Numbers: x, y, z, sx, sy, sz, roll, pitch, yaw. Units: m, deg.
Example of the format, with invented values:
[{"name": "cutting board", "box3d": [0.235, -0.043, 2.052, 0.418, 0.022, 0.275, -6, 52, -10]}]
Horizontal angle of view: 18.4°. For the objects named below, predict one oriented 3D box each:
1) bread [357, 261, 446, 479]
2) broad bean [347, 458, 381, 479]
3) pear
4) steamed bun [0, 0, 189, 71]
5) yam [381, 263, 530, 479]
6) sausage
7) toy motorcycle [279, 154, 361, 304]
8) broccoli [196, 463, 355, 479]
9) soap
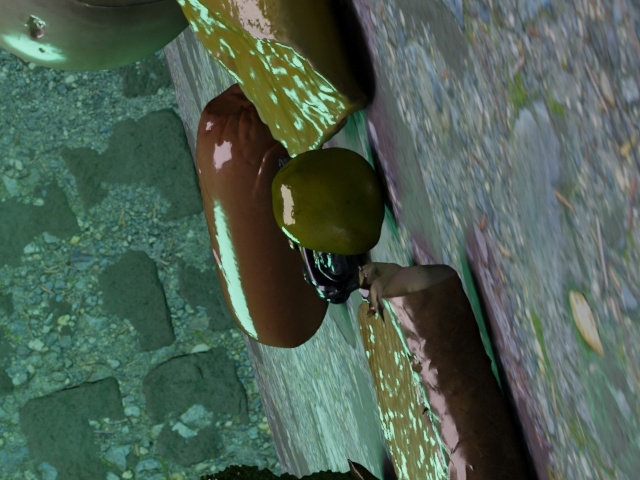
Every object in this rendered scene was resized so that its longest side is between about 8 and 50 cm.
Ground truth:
[{"name": "bread", "box3d": [0.091, 0.165, 1.547, 0.316, 0.054, 0.316, 164, 90, -83]}, {"name": "broad bean", "box3d": [0.095, 0.352, 1.956, 0.077, 0.061, 0.339, 63, -175, -56]}, {"name": "pear", "box3d": [0.009, -0.030, 1.608, 0.097, 0.092, 0.092, 55, 177, -10]}, {"name": "steamed bun", "box3d": [-0.252, -0.329, 2.025, 0.206, 0.324, 0.324, -27, 78, 62]}, {"name": "yam", "box3d": [0.109, 0.158, 1.332, 0.066, 0.066, 0.299, 131, 122, -83]}, {"name": "sausage", "box3d": [-0.059, -0.027, 2.049, 0.121, 0.121, 0.304, -114, 11, -47]}, {"name": "toy motorcycle", "box3d": [0.000, 0.000, 1.883, 0.193, 0.061, 0.124, -120, 12, -57]}, {"name": "broccoli", "box3d": [-0.046, 0.419, 2.163, 0.310, 0.321, 0.413, -107, 6, -62]}, {"name": "soap", "box3d": [-0.083, -0.276, 1.617, 0.306, 0.115, 0.427, 107, 146, -79]}]
